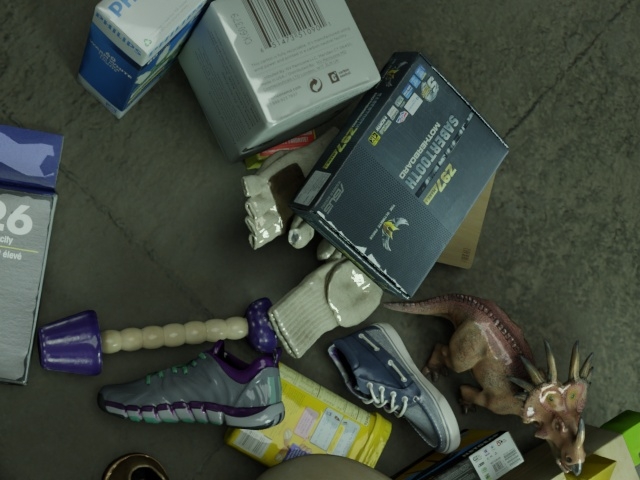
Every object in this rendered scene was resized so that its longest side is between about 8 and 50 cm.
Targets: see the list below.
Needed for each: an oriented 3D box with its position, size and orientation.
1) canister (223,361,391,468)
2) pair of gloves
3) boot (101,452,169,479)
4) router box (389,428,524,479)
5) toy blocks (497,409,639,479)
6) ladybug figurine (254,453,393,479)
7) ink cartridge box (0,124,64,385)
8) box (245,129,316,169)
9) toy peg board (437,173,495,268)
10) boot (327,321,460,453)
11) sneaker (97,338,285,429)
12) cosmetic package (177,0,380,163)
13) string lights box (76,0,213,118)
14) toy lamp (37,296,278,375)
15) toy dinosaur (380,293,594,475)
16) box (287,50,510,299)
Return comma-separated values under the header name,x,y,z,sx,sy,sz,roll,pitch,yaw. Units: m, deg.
name,x,y,z,sx,sy,sz,roll,pitch,yaw
canister,-0.016,0.233,1.378,0.170,0.073,0.126,31,73,-8
pair of gloves,0.000,0.000,1.381,0.204,0.042,0.240,-29,107,-41
boot,-0.179,0.393,1.282,0.112,0.115,0.305,-15,87,-21
router box,0.141,0.293,1.382,0.179,0.133,0.046,-29,90,-19
toy blocks,0.279,0.411,1.399,0.381,0.191,0.260,-26,100,-19
ladybug figurine,0.025,0.463,1.247,0.305,0.162,0.449,-15,96,15
ink cartridge box,-0.461,-0.005,1.288,0.304,0.072,0.307,9,81,-15
box,-0.069,-0.211,1.442,0.087,0.058,0.232,-7,84,-19
toy peg board,0.133,-0.059,1.456,0.161,0.079,0.160,13,92,-41
boot,0.086,0.190,1.391,0.086,0.069,0.190,-17,58,-33
sneaker,-0.148,0.159,1.312,0.224,0.083,0.098,2,92,11
cosmetic package,-0.053,-0.201,1.316,0.151,0.184,0.151,-25,89,-20
string lights box,-0.200,-0.241,1.302,0.077,0.260,0.133,43,73,-6
toy lamp,-0.192,0.114,1.344,0.275,0.080,0.080,-3,82,-20
toy dinosaur,0.221,0.140,1.389,0.296,0.200,0.127,44,74,2
box,0.096,-0.076,1.335,0.183,0.059,0.232,42,77,-30
